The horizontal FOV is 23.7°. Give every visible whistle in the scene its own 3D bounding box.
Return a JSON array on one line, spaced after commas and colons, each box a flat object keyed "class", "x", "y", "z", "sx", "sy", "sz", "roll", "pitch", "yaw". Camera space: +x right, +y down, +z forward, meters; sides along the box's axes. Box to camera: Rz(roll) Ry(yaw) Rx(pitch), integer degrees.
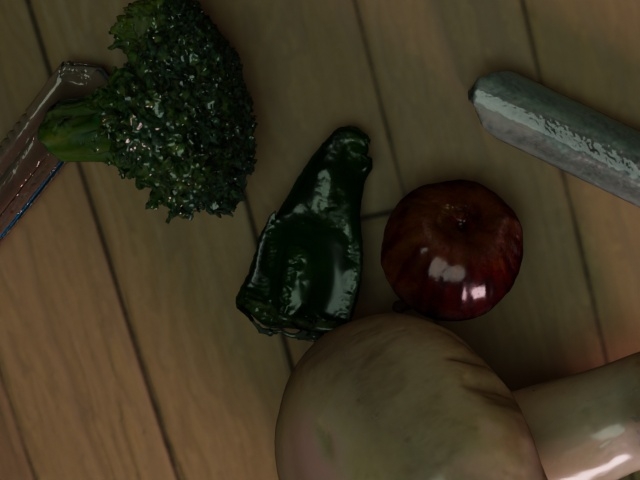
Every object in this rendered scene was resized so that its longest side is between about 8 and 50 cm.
[{"class": "whistle", "x": 0.268, "y": -0.062, "z": 1.296, "sx": 0.312, "sy": 0.062, "sz": 0.062, "roll": 26, "pitch": 109, "yaw": 2}]

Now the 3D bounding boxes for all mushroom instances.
[{"class": "mushroom", "x": 0.114, "y": 0.213, "z": 1.269, "sx": 0.356, "sy": 0.315, "sz": 0.315, "roll": -1, "pitch": 108, "yaw": 31}]

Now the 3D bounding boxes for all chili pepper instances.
[{"class": "chili pepper", "x": 0.000, "y": 0.001, "z": 1.365, "sx": 0.108, "sy": 0.062, "sz": 0.216, "roll": 20, "pitch": 109, "yaw": -3}]

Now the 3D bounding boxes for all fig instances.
[{"class": "fig", "x": 0.106, "y": 0.023, "z": 1.316, "sx": 0.128, "sy": 0.128, "sz": 0.150, "roll": 24, "pitch": 108, "yaw": 2}]

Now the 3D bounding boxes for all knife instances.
[{"class": "knife", "x": -0.306, "y": -0.023, "z": 1.424, "sx": 0.089, "sy": 0.043, "sz": 0.365, "roll": 27, "pitch": 111, "yaw": -34}]

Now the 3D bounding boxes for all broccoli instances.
[{"class": "broccoli", "x": -0.158, "y": -0.112, "z": 1.304, "sx": 0.194, "sy": 0.194, "sz": 0.220, "roll": -1, "pitch": 73, "yaw": 11}]
